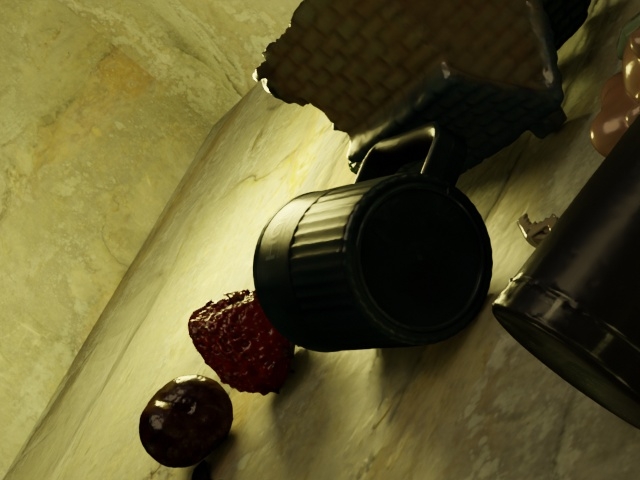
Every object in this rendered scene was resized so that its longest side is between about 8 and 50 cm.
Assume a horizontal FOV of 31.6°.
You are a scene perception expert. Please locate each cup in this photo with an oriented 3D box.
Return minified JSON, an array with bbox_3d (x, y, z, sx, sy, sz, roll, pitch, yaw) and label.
[{"bbox_3d":[0.092,0.016,1.581,0.308,0.242,0.292,-38,11,-22],"label":"cup"}]

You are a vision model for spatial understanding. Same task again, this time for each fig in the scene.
[{"bbox_3d":[-0.244,0.327,2.022,0.170,0.145,0.274,-46,-4,-17],"label":"fig"}]

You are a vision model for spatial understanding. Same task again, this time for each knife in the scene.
[{"bbox_3d":[-0.202,0.413,1.886,0.060,0.028,0.230,-54,12,0],"label":"knife"}]

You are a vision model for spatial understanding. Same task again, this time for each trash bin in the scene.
[{"bbox_3d":[0.322,0.003,0.998,0.302,0.203,0.252,-52,33,-6],"label":"trash bin"}]

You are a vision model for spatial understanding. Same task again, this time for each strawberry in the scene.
[{"bbox_3d":[-0.129,0.168,1.918,0.184,0.201,0.187,104,179,-64],"label":"strawberry"}]

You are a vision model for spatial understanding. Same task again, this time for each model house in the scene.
[{"bbox_3d":[0.206,-0.312,1.767,0.445,0.400,0.395,-48,3,-32],"label":"model house"}]

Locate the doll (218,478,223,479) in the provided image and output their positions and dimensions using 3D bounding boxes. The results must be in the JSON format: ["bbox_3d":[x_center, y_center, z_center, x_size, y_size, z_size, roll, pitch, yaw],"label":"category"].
[{"bbox_3d":[-0.163,0.419,1.733,0.057,0.039,0.114,96,-170,-61],"label":"doll"}]

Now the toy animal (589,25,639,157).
[{"bbox_3d":[0.381,-0.149,1.236,0.171,0.171,0.198,-73,-9,-53],"label":"toy animal"}]

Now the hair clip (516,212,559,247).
[{"bbox_3d":[0.293,-0.007,1.405,0.072,0.034,0.226,-56,15,-13],"label":"hair clip"}]

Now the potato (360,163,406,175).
[{"bbox_3d":[0.143,-0.171,1.998,0.165,0.165,0.262,-50,22,6],"label":"potato"}]

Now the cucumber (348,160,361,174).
[{"bbox_3d":[0.122,-0.187,2.233,0.241,0.074,0.074,-30,26,56],"label":"cucumber"}]

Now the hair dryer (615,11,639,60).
[{"bbox_3d":[0.443,-0.236,1.486,0.206,0.075,0.237,-38,27,61],"label":"hair dryer"}]
